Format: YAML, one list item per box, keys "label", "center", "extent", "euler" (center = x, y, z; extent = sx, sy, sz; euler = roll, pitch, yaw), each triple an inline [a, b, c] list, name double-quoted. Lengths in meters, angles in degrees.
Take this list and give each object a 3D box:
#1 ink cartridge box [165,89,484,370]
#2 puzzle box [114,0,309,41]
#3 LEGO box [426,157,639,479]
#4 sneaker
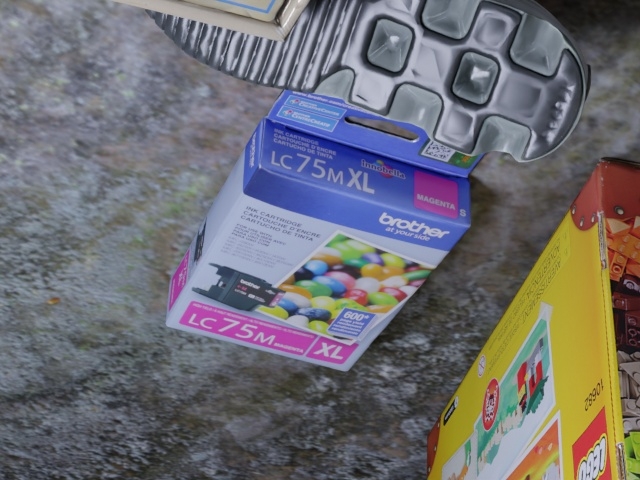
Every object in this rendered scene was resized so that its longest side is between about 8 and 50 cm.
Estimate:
- label: "ink cartridge box"
  center: [0.000, 0.000, 1.132]
  extent: [0.186, 0.065, 0.311]
  euler: [16, 140, -16]
- label: "puzzle box"
  center: [-0.040, -0.285, 0.617]
  extent: [0.272, 0.052, 0.409]
  euler: [7, 132, -34]
- label: "LEGO box"
  center: [0.249, 0.233, 1.160]
  extent: [0.193, 0.372, 0.500]
  euler: [10, 144, -9]
- label: "sneaker"
  center: [0.020, -0.156, 0.874]
  extent: [0.331, 0.146, 0.122]
  euler: [28, 114, 6]
